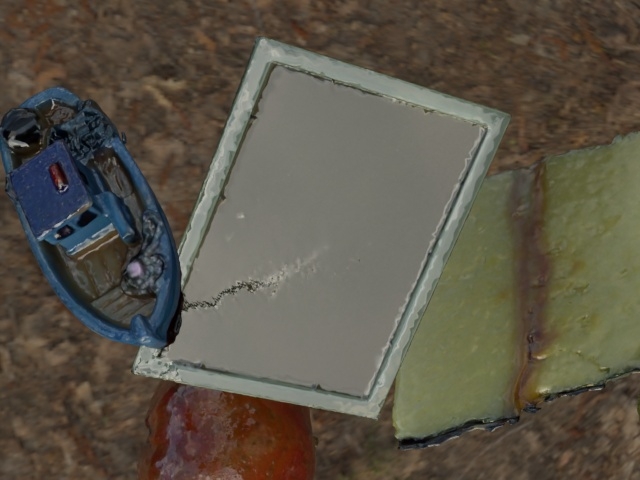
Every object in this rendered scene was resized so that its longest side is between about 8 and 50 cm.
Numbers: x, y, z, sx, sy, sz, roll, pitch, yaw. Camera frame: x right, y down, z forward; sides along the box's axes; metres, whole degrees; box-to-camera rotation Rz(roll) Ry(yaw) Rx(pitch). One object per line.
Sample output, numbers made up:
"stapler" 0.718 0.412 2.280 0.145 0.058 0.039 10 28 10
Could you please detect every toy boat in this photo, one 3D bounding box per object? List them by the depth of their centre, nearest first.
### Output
"toy boat" -0.161 -0.017 0.949 0.100 0.097 0.223 -34 63 5

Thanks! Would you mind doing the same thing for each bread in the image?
"bread" 0.262 0.073 1.636 0.345 0.242 0.405 -6 66 9

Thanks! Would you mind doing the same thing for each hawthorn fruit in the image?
"hawthorn fruit" -0.127 0.296 1.963 0.275 0.299 0.275 -9 79 59

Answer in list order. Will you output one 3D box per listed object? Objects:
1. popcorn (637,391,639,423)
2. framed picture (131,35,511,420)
"popcorn" 0.418 0.154 1.348 0.174 0.286 0.225 44 84 4
"framed picture" 0.000 0.000 1.086 0.293 0.231 0.018 -67 27 17
